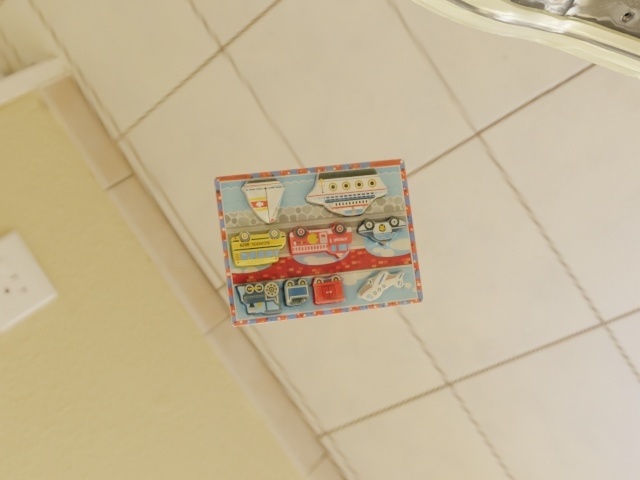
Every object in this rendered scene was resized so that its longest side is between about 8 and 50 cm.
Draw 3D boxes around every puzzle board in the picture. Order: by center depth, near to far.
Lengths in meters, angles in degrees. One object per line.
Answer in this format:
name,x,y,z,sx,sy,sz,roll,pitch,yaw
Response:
puzzle board,0.000,0.000,0.762,0.011,0.128,0.096,156,107,-75

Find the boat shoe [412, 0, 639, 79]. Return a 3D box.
boat shoe,0.167,-0.244,0.924,0.156,0.500,0.187,-63,39,24
